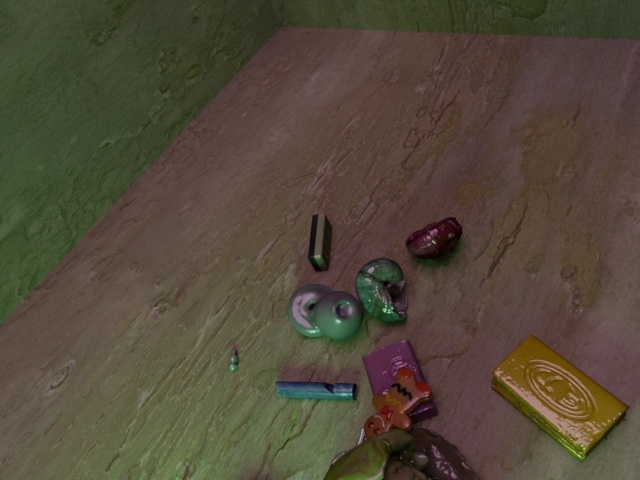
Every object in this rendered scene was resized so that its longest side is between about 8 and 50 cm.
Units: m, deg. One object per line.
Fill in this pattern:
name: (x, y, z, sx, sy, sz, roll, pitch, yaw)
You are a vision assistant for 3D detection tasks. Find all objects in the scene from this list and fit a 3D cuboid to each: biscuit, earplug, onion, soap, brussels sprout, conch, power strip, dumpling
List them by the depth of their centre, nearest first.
brussels sprout: (0.133, 0.751, 1.239, 0.361, 0.342, 0.424, -25, 46, 22)
soap: (0.692, 0.455, 1.379, 0.204, 0.096, 0.324, -41, 49, -10)
dumpling: (0.317, 0.634, 1.418, 0.333, 0.086, 0.165, 4, 88, 27)
biscuit: (0.228, 0.518, 1.453, 0.250, 0.036, 0.165, -45, 36, -11)
soap: (0.260, 0.478, 1.566, 0.181, 0.081, 0.259, -22, 48, 8)
conch: (0.234, 0.170, 1.765, 0.195, 0.221, 0.277, -57, 16, 23)
earplug: (0.016, 0.266, 1.780, 0.326, 0.175, 0.214, 5, 61, 42)
onion: (0.442, 0.012, 1.790, 0.230, 0.230, 0.163, -20, 85, 10)
power strip: (0.000, 0.000, 2.038, 0.070, 0.105, 0.256, -9, 52, 16)

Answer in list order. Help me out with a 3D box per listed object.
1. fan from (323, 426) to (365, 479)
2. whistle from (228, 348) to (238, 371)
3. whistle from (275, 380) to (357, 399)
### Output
fan: (0.105, 0.711, 1.505, 0.153, 0.008, 0.226, 7, 59, 30)
whistle: (-0.348, 0.480, 1.871, 0.035, 0.035, 0.100, -14, 49, 14)
whistle: (-0.021, 0.534, 1.665, 0.305, 0.062, 0.062, -5, 53, 21)
